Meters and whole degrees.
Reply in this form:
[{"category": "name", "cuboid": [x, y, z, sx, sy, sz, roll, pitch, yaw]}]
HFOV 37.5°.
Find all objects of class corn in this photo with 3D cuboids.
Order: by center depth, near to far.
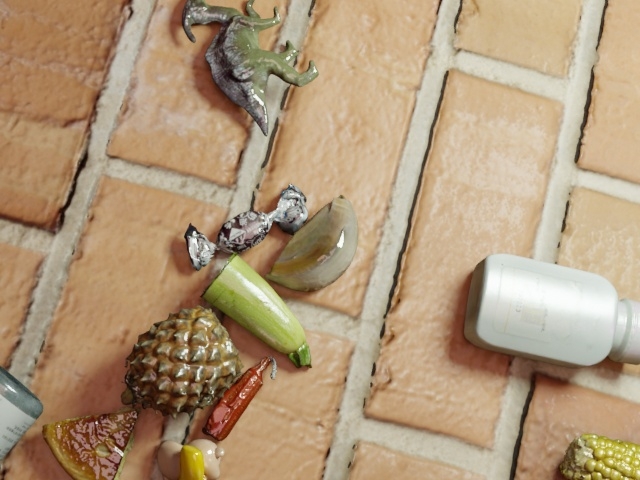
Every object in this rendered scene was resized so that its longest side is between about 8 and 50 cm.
[{"category": "corn", "cuboid": [0.560, 0.408, 1.511, 0.347, 0.130, 0.130, 24, 75, 2]}]

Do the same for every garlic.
[{"category": "garlic", "cuboid": [0.006, 0.013, 1.565, 0.101, 0.087, 0.195, 35, 78, 15]}]

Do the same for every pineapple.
[{"category": "pineapple", "cuboid": [-0.223, 0.198, 1.456, 0.193, 0.166, 0.166, -32, 82, -10]}]

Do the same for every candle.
[{"category": "candle", "cuboid": [-0.127, 0.250, 1.509, 0.053, 0.048, 0.162, 45, 72, -26]}]

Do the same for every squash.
[{"category": "squash", "cuboid": [-0.091, 0.129, 1.534, 0.224, 0.094, 0.094, 44, 76, -5]}]

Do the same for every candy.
[{"category": "candy", "cuboid": [-0.122, -0.023, 1.577, 0.226, 0.051, 0.094, -27, 71, -14]}]

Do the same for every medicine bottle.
[{"category": "medicine bottle", "cuboid": [-0.560, 0.317, 1.394, 0.141, 0.141, 0.293, 39, 75, 3]}, {"category": "medicine bottle", "cuboid": [0.397, 0.125, 1.570, 0.296, 0.111, 0.161, 11, 77, -2]}]

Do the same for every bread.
[{"category": "bread", "cuboid": [-0.342, 0.335, 1.461, 0.154, 0.054, 0.136, -13, 77, -4]}]

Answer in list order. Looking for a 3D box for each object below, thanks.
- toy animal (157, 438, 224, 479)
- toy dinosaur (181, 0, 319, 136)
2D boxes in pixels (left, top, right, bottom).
[{"category": "toy animal", "cuboid": [-0.197, 0.349, 1.471, 0.082, 0.114, 0.091, -24, 104, -45]}, {"category": "toy dinosaur", "cuboid": [-0.124, -0.328, 1.636, 0.162, 0.077, 0.294, -29, 67, -8]}]
